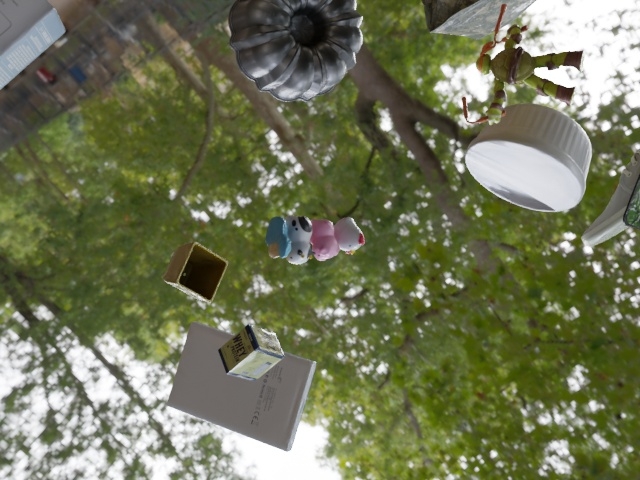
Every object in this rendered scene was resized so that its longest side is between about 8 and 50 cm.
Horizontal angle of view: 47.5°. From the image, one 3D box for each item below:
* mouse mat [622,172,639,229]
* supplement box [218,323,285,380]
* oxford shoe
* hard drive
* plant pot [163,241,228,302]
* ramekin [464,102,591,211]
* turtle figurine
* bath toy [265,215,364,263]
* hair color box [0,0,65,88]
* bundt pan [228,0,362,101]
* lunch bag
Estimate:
[{"bbox_3d":[0.492,-0.077,0.997,0.007,0.189,0.153,30,-76,52],"label":"mouse mat"},{"bbox_3d":[-0.128,0.210,1.358,0.083,0.083,0.056,-41,-128,18],"label":"supplement box"},{"bbox_3d":[0.754,-0.161,1.641,0.449,0.130,0.169,-49,162,22],"label":"oxford shoe"},{"bbox_3d":[-0.187,0.336,1.697,0.318,0.040,0.210,16,-92,18],"label":"hard drive"},{"bbox_3d":[-0.228,0.055,1.277,0.083,0.081,0.081,0,-118,48],"label":"plant pot"},{"bbox_3d":[0.468,-0.189,1.613,0.273,0.273,0.127,0,-124,57],"label":"ramekin"},{"bbox_3d":[0.396,-0.346,1.419,0.217,0.087,0.270,14,-103,23],"label":"turtle figurine"},{"bbox_3d":[0.000,0.000,2.291,0.129,0.348,0.152,27,-68,48],"label":"bath toy"},{"bbox_3d":[-0.583,-0.266,1.059,0.374,0.185,0.113,-45,-173,-9],"label":"hair color box"},{"bbox_3d":[-0.040,-0.489,1.686,0.331,0.331,0.124,-45,-158,-14],"label":"bundt pan"},{"bbox_3d":[0.420,-0.633,1.795,0.235,0.169,0.287,-9,172,-44],"label":"lunch bag"}]
